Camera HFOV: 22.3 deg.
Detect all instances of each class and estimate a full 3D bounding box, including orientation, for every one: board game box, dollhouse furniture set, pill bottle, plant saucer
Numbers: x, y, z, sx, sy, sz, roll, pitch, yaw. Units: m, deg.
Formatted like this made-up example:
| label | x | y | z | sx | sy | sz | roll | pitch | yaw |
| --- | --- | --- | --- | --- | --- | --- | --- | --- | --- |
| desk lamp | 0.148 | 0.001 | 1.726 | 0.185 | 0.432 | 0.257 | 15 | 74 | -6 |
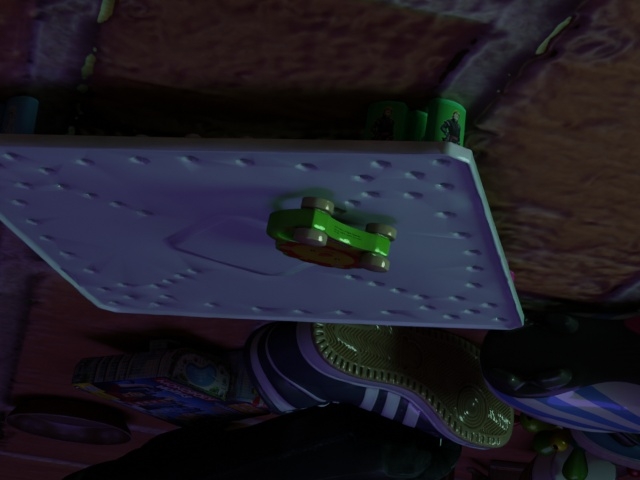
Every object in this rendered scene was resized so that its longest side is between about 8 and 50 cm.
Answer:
| label | x | y | z | sx | sy | sz | roll | pitch | yaw |
| --- | --- | --- | --- | --- | --- | --- | --- | --- | --- |
| board game box | -0.134 | 0.152 | 1.781 | 0.194 | 0.060 | 0.194 | -9 | 155 | 36 |
| dollhouse furniture set | 0.196 | 0.388 | 2.159 | 0.161 | 0.181 | 0.101 | 5 | 161 | 6 |
| pill bottle | 0.301 | 0.294 | 1.970 | 0.103 | 0.103 | 0.184 | 7 | 161 | -1 |
| board game box | -0.051 | -0.016 | 1.282 | 0.390 | 0.050 | 0.390 | 2 | 160 | 14 |
| plant saucer | -0.330 | 0.238 | 2.145 | 0.169 | 0.029 | 0.168 | 6 | 162 | 2 |

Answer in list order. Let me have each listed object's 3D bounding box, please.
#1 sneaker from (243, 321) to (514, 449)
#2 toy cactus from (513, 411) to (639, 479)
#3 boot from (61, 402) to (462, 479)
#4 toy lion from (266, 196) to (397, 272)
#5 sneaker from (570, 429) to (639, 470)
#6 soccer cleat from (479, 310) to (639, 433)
| label | x | y | z | sx | sy | sz | roll | pitch | yaw |
| --- | --- | --- | --- | --- | --- | --- | --- | --- | --- |
| sneaker | 0.053 | 0.142 | 1.620 | 0.282 | 0.099 | 0.153 | 28 | 148 | -32 |
| toy cactus | 0.305 | 0.214 | 1.769 | 0.181 | 0.112 | 0.219 | -20 | 140 | 35 |
| boot | -0.035 | 0.254 | 1.929 | 0.445 | 0.146 | 0.367 | -22 | 177 | 27 |
| toy lion | 0.000 | 0.000 | 1.193 | 0.100 | 0.034 | 0.096 | 22 | 163 | -37 |
| sneaker | 0.407 | 0.200 | 1.642 | 0.302 | 0.108 | 0.121 | 12 | 162 | 2 |
| soccer cleat | 0.309 | 0.121 | 1.463 | 0.331 | 0.116 | 0.143 | 5 | 160 | 28 |
